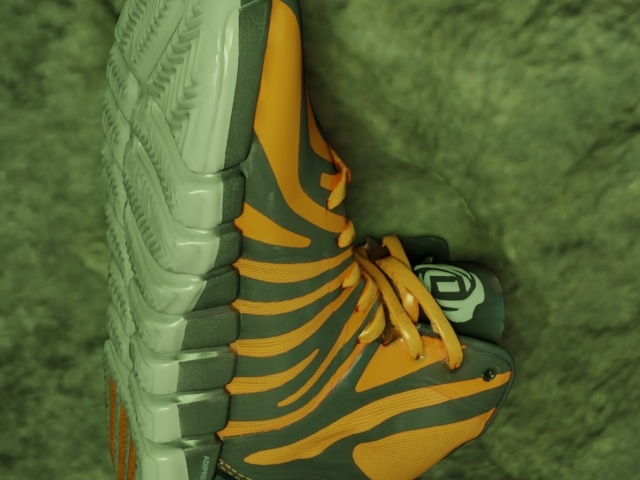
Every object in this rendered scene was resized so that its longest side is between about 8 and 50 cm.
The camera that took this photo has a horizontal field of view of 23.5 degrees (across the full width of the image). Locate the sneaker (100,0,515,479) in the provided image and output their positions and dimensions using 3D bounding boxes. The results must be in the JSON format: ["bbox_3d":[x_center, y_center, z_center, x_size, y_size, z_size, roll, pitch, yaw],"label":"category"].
[{"bbox_3d":[0.000,0.000,0.687,0.180,0.124,0.321,-7,135,-17],"label":"sneaker"}]
